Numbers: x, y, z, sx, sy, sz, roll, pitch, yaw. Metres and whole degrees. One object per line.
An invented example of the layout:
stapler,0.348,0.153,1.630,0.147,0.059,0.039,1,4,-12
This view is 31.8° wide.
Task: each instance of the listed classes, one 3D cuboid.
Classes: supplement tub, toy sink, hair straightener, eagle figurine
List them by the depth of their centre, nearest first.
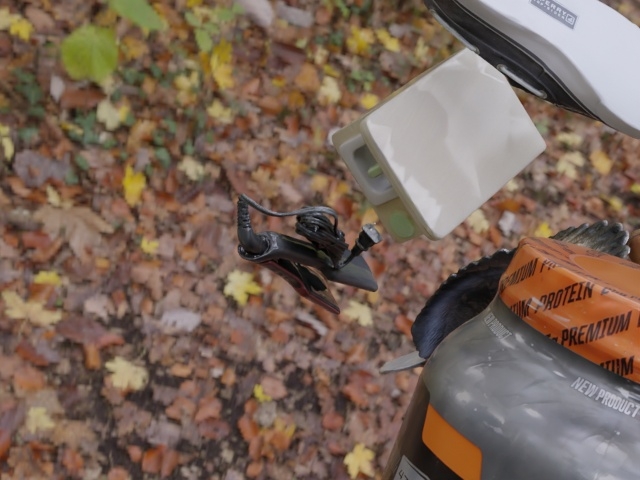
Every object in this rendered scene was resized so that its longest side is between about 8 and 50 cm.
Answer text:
supplement tub,0.110,0.170,0.534,0.194,0.315,0.193,19,10,-3
hair straightener,0.000,0.000,0.883,0.089,0.230,0.047,-32,62,10
toy sink,0.116,-0.098,1.265,0.234,0.131,0.152,-39,99,-39
eagle figurine,0.211,0.102,1.278,0.225,0.298,0.226,9,20,-13

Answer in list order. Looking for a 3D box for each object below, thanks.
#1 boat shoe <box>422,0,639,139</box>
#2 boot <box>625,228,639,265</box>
boat shoe,0.234,-0.194,1.156,0.301,0.102,0.108,31,66,-13
boot,0.406,0.078,1.252,0.197,0.073,0.152,37,44,13
